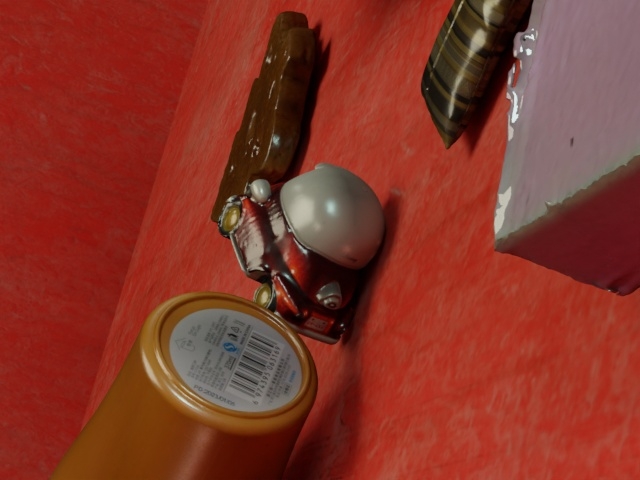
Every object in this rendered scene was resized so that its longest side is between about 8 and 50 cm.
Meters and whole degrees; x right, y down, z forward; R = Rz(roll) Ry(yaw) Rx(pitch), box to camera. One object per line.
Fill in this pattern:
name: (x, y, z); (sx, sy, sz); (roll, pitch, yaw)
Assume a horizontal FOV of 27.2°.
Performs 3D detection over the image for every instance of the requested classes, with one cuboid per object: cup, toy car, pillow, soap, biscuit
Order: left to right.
cup: (-0.094, 0.187, 0.978); (0.226, 0.182, 0.264); (51, 133, 29)
biscuit: (-0.065, -0.124, 1.553); (0.301, 0.043, 0.278); (120, 160, -46)
toy car: (0.000, 0.000, 1.016); (0.112, 0.112, 0.139); (-44, 42, 28)
pillow: (0.115, -0.169, 0.883); (0.113, 0.038, 0.203); (-98, 29, -65)
soap: (0.164, -0.100, 0.494); (0.259, 0.081, 0.181); (139, 146, -64)
